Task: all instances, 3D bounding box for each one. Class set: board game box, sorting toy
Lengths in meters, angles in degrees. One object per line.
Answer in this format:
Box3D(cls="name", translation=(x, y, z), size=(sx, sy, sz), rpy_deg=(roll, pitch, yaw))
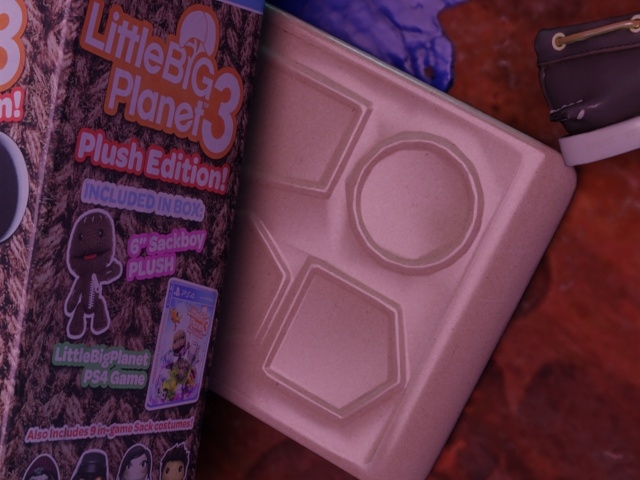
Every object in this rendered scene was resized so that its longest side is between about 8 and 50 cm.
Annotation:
Box3D(cls="board game box", translation=(-0.176, -0.015, 0.759), size=(0.232, 0.141, 0.291), rpy_deg=(9, 91, 31))
Box3D(cls="sorting toy", translation=(0.000, 0.000, 0.792), size=(0.208, 0.038, 0.193), rpy_deg=(28, 101, 11))

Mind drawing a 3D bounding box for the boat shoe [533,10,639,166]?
Box3D(cls="boat shoe", translation=(0.205, -0.098, 0.688), size=(0.227, 0.081, 0.069), rpy_deg=(-19, 90, 21))
